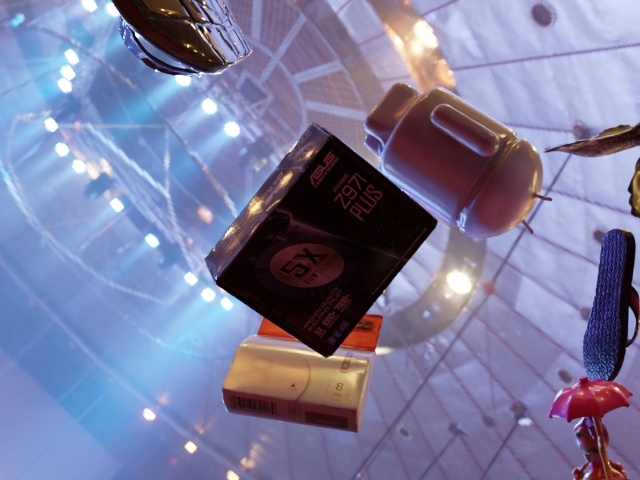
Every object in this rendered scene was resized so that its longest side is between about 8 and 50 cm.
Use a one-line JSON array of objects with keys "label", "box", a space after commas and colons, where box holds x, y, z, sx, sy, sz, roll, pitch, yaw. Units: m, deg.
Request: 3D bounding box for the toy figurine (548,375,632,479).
[{"label": "toy figurine", "box": [0.280, 0.218, 0.848, 0.130, 0.159, 0.173, -8, -34, 12]}]

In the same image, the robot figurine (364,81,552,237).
[{"label": "robot figurine", "box": [0.247, -0.139, 1.531, 0.353, 0.199, 0.300, 35, -10, 14]}]

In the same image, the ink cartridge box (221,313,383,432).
[{"label": "ink cartridge box", "box": [-0.018, 0.158, 1.220, 0.189, 0.232, 0.066, 6, -47, 10]}]

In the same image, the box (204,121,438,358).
[{"label": "box", "box": [0.000, 0.000, 0.850, 0.147, 0.180, 0.077, 37, 5, -23]}]

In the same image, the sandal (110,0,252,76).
[{"label": "sandal", "box": [-0.132, -0.193, 0.790, 0.120, 0.086, 0.303, 64, 8, -4]}]

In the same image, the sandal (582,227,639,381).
[{"label": "sandal", "box": [0.334, 0.077, 0.956, 0.040, 0.179, 0.067, 10, -2, -19]}]

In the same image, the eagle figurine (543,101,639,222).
[{"label": "eagle figurine", "box": [0.565, -0.173, 1.489, 0.225, 0.298, 0.226, 46, -5, -16]}]
